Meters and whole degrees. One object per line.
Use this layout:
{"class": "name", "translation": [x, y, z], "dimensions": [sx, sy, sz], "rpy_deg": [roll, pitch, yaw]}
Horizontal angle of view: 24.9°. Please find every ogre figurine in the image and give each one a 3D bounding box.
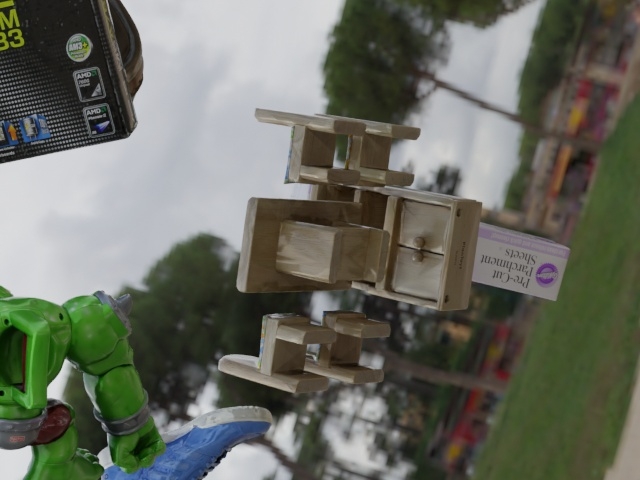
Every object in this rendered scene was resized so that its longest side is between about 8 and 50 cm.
{"class": "ogre figurine", "translation": [-0.172, 0.085, 0.801], "dimensions": [0.097, 0.197, 0.118], "rpy_deg": [-121, 40, -65]}

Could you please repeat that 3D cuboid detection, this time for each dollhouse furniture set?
{"class": "dollhouse furniture set", "translation": [0.000, 0.000, 1.223], "dimensions": [0.242, 0.161, 0.212], "rpy_deg": [1, -81, -52]}

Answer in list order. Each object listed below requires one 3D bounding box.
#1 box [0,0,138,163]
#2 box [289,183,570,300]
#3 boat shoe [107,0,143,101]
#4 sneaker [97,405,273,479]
{"class": "box", "translation": [-0.244, -0.147, 1.037], "dimensions": [0.045, 0.191, 0.184], "rpy_deg": [-82, -19, -71]}
{"class": "box", "translation": [0.119, -0.001, 1.610], "dimensions": [0.063, 0.324, 0.067], "rpy_deg": [-147, 73, -70]}
{"class": "boat shoe", "translation": [-0.250, -0.244, 1.279], "dimensions": [0.104, 0.111, 0.307], "rpy_deg": [103, 145, -72]}
{"class": "sneaker", "translation": [-0.104, 0.195, 1.193], "dimensions": [0.058, 0.152, 0.084], "rpy_deg": [69, -175, -67]}
